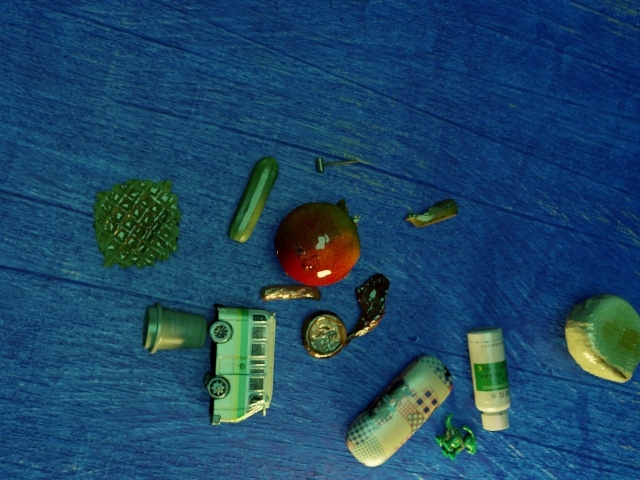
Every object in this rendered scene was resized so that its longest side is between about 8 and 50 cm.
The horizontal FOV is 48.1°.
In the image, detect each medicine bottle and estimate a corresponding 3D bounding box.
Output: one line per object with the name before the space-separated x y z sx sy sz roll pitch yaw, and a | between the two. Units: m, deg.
medicine bottle | 0.444 0.360 1.876 0.095 0.095 0.260 -6 91 -13

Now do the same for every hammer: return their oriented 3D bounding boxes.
hammer | 0.042 -0.199 1.848 0.110 0.019 0.036 -7 90 -18

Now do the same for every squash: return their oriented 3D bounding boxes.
squash | -0.164 -0.103 1.772 0.066 0.066 0.229 24 85 -11

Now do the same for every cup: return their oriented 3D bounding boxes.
cup | -0.345 0.209 1.697 0.141 0.120 0.120 5 87 -22

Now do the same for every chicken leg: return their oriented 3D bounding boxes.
chicken leg | 0.120 0.181 1.833 0.093 0.053 0.205 15 77 11

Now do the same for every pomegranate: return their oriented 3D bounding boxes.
pomegranate | 0.000 0.000 1.736 0.210 0.210 0.235 44 55 -8

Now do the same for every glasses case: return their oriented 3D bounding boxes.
glasses case | 0.203 0.432 1.826 0.327 0.076 0.125 -43 95 -11

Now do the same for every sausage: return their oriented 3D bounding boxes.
sausage | -0.073 0.132 1.798 0.157 0.042 0.036 2 49 -14

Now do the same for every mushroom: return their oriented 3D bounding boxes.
mushroom | 0.008 0.236 1.802 0.123 0.052 0.123 -1 95 -9

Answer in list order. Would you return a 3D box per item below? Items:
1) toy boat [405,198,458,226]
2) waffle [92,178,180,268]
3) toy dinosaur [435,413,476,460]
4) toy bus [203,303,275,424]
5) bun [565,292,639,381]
toy boat | 0.293 -0.071 1.883 0.149 0.047 0.049 -17 78 -15
waffle | -0.437 -0.041 1.712 0.207 0.054 0.214 -9 96 -16
toy dinosaur | 0.357 0.515 1.874 0.096 0.059 0.132 -29 103 -21
toy bus | -0.193 0.293 1.713 0.164 0.133 0.276 2 87 -12
bun | 0.747 0.262 1.921 0.243 0.153 0.244 8 74 -29
